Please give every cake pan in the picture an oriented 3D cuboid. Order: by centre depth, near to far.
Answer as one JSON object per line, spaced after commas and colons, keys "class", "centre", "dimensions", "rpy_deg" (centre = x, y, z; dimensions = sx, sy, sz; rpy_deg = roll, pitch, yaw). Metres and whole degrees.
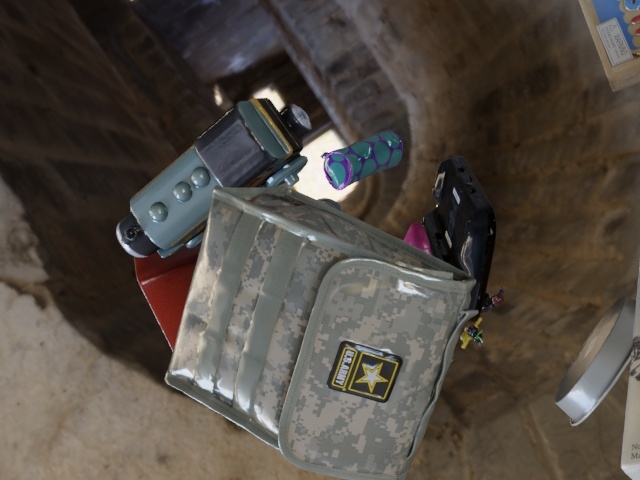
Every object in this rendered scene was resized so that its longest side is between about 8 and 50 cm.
{"class": "cake pan", "centre": [0.557, 0.230, 1.574], "dimensions": [0.293, 0.054, 0.293], "rpy_deg": [-53, 167, -18]}

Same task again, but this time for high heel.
{"class": "high heel", "centre": [0.170, 0.063, 1.653], "dimensions": [0.082, 0.117, 0.244], "rpy_deg": [-12, 159, -24]}

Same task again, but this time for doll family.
{"class": "doll family", "centre": [0.343, 0.174, 1.767], "dimensions": [0.193, 0.076, 0.111], "rpy_deg": [-62, 174, -9]}

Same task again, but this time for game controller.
{"class": "game controller", "centre": [0.207, -0.013, 1.172], "dimensions": [0.319, 0.067, 0.167], "rpy_deg": [-91, -164, -67]}

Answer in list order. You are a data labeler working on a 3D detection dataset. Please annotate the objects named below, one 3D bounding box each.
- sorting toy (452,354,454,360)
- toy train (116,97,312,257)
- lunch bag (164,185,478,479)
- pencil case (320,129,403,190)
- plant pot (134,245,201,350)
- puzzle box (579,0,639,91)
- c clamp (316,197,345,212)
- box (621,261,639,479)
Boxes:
{"class": "sorting toy", "centre": [0.278, 0.290, 1.867], "dimensions": [0.102, 0.042, 0.061], "rpy_deg": [-45, 168, 17]}
{"class": "toy train", "centre": [-0.163, -0.090, 1.189], "dimensions": [0.334, 0.142, 0.190], "rpy_deg": [-35, 177, 21]}
{"class": "lunch bag", "centre": [0.003, 0.097, 0.840], "dimensions": [0.169, 0.287, 0.235], "rpy_deg": [-6, 117, -59]}
{"class": "pencil case", "centre": [0.069, -0.131, 1.280], "dimensions": [0.151, 0.065, 0.070], "rpy_deg": [-26, 180, -44]}
{"class": "plant pot", "centre": [-0.194, 0.106, 1.535], "dimensions": [0.235, 0.267, 0.267], "rpy_deg": [-26, -164, -8]}
{"class": "puzzle box", "centre": [0.513, -0.443, 1.194], "dimensions": [0.272, 0.409, 0.052], "rpy_deg": [-21, 149, 22]}
{"class": "c clamp", "centre": [0.000, 0.000, 1.348], "dimensions": [0.160, 0.137, 0.022], "rpy_deg": [-26, 169, -3]}
{"class": "box", "centre": [0.330, 0.083, 0.657], "dimensions": [0.113, 0.094, 0.275], "rpy_deg": [-25, -147, 43]}
